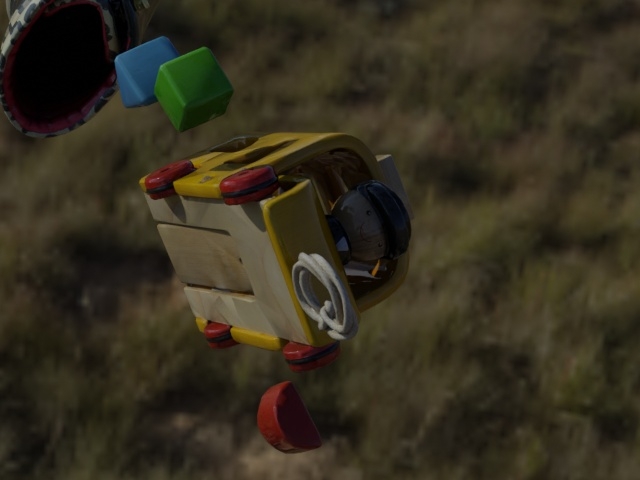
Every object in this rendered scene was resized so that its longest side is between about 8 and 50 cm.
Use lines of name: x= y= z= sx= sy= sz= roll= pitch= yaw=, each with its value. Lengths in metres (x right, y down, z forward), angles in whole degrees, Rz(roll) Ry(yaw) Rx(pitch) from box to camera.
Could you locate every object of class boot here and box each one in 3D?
boot: x=-0.100 y=-0.173 z=1.091 sx=0.085 sy=0.236 sz=0.178 roll=33 pitch=21 yaw=-18

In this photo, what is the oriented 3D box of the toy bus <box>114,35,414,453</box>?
toy bus: x=-0.007 y=-0.006 z=0.977 sx=0.104 sy=0.191 sz=0.202 roll=-27 pitch=60 yaw=-22
